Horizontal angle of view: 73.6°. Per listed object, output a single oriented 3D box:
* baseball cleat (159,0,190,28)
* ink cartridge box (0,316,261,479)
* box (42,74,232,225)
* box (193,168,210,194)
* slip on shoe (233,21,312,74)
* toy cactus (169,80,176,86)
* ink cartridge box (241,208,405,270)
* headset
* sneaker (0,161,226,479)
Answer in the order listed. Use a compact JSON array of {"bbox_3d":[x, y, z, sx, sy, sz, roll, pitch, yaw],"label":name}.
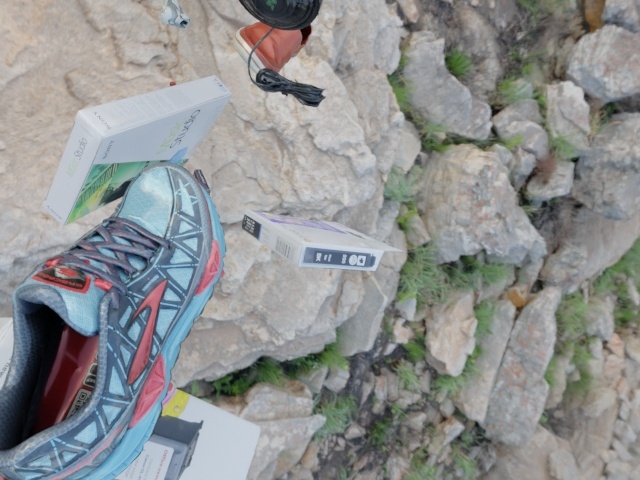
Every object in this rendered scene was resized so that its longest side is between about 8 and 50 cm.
[{"bbox_3d":[-0.537,-0.847,1.588,0.109,0.072,0.206,20,48,-30],"label":"baseball cleat"},{"bbox_3d":[-0.259,0.210,0.488,0.306,0.226,0.131,41,55,-34],"label":"ink cartridge box"},{"bbox_3d":[-0.318,-0.172,0.775,0.058,0.232,0.322,47,38,-3],"label":"box"},{"bbox_3d":[-0.445,-0.163,1.568,0.029,0.116,0.162,-10,146,-33],"label":"box"},{"bbox_3d":[-0.098,-0.450,0.960,0.123,0.101,0.331,49,33,-15],"label":"slip on shoe"},{"bbox_3d":[-0.465,-0.410,1.440,0.112,0.219,0.180,-19,150,-13],"label":"toy cactus"},{"bbox_3d":[0.000,0.000,0.733,0.208,0.206,0.045,5,103,-35],"label":"ink cartridge box"},{"bbox_3d":[-0.020,-0.397,0.644,0.185,0.243,0.394,20,135,-8],"label":"headset"},{"bbox_3d":[-0.148,0.041,0.314,0.125,0.104,0.261,75,22,-64],"label":"sneaker"}]
